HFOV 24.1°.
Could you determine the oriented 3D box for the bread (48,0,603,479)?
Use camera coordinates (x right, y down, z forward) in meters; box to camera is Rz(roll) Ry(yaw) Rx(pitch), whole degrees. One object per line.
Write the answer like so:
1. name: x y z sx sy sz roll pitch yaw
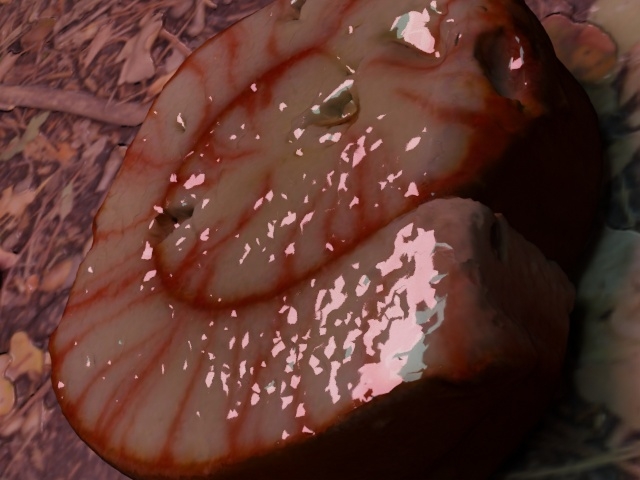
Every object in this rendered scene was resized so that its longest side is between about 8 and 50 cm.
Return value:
1. bread: -0.002 -0.001 0.787 0.295 0.114 0.328 -16 48 35
